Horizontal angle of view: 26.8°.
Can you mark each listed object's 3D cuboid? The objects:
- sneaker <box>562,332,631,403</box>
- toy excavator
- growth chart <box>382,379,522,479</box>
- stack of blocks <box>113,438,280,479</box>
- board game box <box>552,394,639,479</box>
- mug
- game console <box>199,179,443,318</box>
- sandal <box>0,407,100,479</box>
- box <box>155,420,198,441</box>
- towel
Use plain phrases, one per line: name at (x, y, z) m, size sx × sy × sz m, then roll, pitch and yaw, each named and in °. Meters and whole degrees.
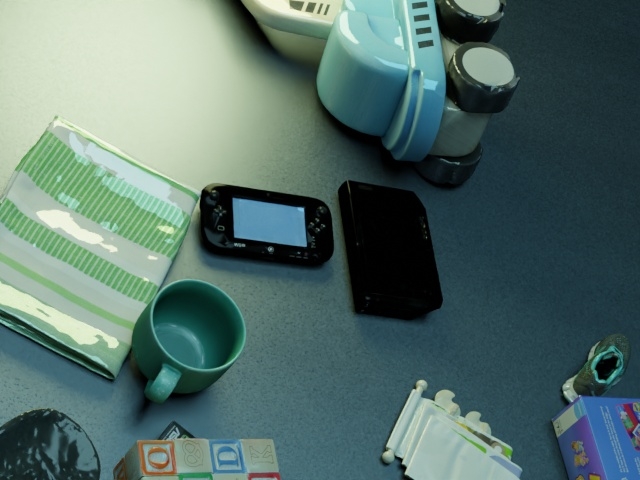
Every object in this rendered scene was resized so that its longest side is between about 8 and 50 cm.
sneaker at (0.426, 0.185, 1.984) m, size 0.065 × 0.076 × 0.166 m, roll 42°, pitch 47°, yaw 5°
toy excavator at (0.046, -0.325, 2.095) m, size 0.445 × 0.222 × 0.432 m, roll 6°, pitch 52°, yaw -14°
growth chart at (0.195, 0.304, 1.808) m, size 0.237 × 0.021 × 0.172 m, roll 39°, pitch 47°, yaw 4°
stack of blocks at (-0.119, 0.373, 1.484) m, size 0.171 × 0.087 × 0.297 m, roll 4°, pitch 57°, yaw -29°
board game box at (0.480, 0.388, 1.859) m, size 0.233 × 0.078 × 0.347 m, roll 6°, pitch 54°, yaw -25°
mug at (-0.181, 0.131, 1.680) m, size 0.158 × 0.097 × 0.129 m, roll -21°, pitch 73°, yaw -39°
game console at (0.000, 0.000, 1.917) m, size 0.361 × 0.044 × 0.213 m, roll 8°, pitch 53°, yaw -23°
sandal at (-0.397, 0.319, 1.407) m, size 0.167 × 0.107 × 0.446 m, roll 47°, pitch 47°, yaw -3°
box at (-0.159, 0.335, 1.580) m, size 0.184 × 0.045 × 0.190 m, roll 39°, pitch 47°, yaw -1°
towel at (-0.313, -0.003, 1.752) m, size 0.248 × 0.038 × 0.324 m, roll 29°, pitch 49°, yaw -7°
